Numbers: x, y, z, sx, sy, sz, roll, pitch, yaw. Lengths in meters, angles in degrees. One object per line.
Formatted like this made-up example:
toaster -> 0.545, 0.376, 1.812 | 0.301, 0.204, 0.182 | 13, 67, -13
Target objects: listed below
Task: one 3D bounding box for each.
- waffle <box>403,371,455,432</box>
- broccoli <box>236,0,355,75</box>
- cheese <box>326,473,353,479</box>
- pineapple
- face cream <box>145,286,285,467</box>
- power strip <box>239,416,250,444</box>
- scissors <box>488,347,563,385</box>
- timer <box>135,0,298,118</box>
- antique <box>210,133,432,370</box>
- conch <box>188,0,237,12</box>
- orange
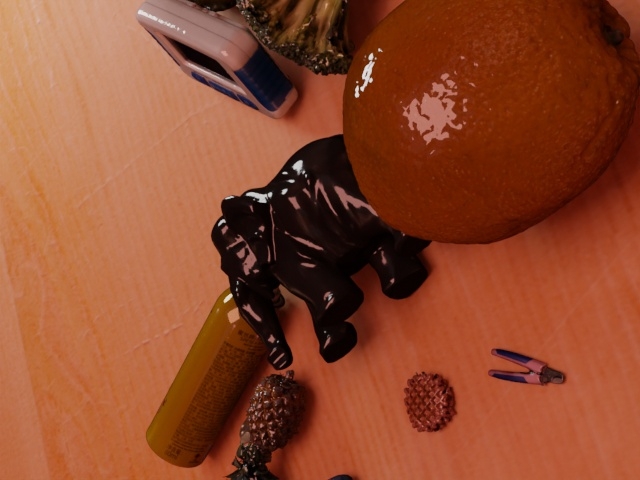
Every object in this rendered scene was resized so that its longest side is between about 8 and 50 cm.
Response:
waffle -> 0.145, 0.217, 1.730 | 0.075, 0.029, 0.083 | -18, 72, 41
broccoli -> 0.019, -0.424, 1.798 | 0.252, 0.221, 0.361 | 34, 99, 32
cheese -> 0.037, 0.478, 1.737 | 0.217, 0.129, 0.329 | -40, 43, 28
pineapple -> -0.072, 0.293, 1.889 | 0.083, 0.103, 0.221 | 32, 106, 65
face cream -> -0.151, 0.185, 1.958 | 0.105, 0.105, 0.348 | 46, 117, 35
power strip -> -0.103, 0.271, 1.946 | 0.083, 0.035, 0.055 | -53, 16, 16
scissors -> 0.262, 0.166, 1.633 | 0.113, 0.012, 0.039 | 11, 94, 43
timer -> -0.154, -0.289, 1.956 | 0.253, 0.178, 0.078 | 31, 79, 39
antique -> 0.000, 0.000, 1.774 | 0.322, 0.185, 0.255 | -47, 64, 15
conch -> -0.180, -0.447, 2.025 | 0.181, 0.124, 0.187 | -28, 60, 35
orange -> 0.202, -0.161, 1.522 | 0.357, 0.322, 0.322 | -24, 70, 29
